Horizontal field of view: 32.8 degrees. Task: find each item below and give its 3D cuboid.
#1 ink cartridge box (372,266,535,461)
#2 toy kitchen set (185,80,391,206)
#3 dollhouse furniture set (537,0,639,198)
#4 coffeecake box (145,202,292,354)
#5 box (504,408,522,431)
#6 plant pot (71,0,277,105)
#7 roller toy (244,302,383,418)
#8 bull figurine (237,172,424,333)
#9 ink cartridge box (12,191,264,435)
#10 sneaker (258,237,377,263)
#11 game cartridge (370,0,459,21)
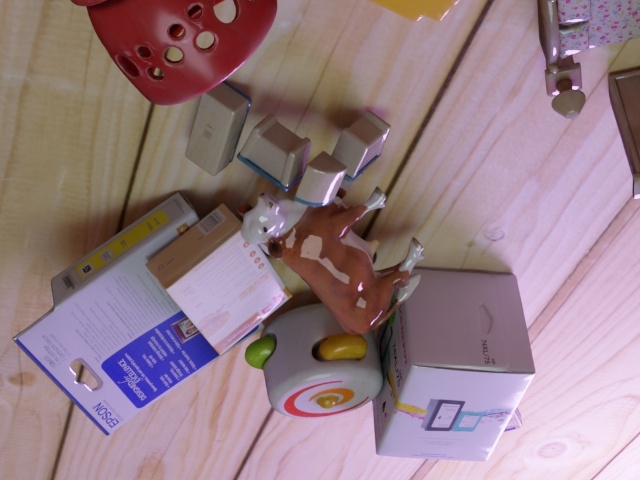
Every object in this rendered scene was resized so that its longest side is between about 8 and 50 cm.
[{"bbox_3d":[0.204,0.203,1.764,0.197,0.198,0.270,5,138,-8],"label":"ink cartridge box"},{"bbox_3d":[-0.042,-0.134,1.452,0.207,0.166,0.122,36,137,10],"label":"toy kitchen set"},{"bbox_3d":[0.419,-0.224,1.255,0.303,0.173,0.355,-11,147,8],"label":"dollhouse furniture set"},{"bbox_3d":[-0.143,0.059,1.576,0.142,0.068,0.185,-39,139,-8],"label":"coffeecake box"},{"bbox_3d":[0.256,0.336,2.053,0.225,0.036,0.136,-16,138,16],"label":"box"},{"bbox_3d":[-0.171,-0.270,1.184,0.191,0.191,0.174,-26,129,24],"label":"plant pot"},{"bbox_3d":[0.004,0.203,1.767,0.209,0.146,0.191,-24,148,20],"label":"roller toy"},{"bbox_3d":[0.023,0.004,1.530,0.188,0.101,0.310,-38,126,2],"label":"bull figurine"},{"bbox_3d":[-0.268,0.118,1.634,0.307,0.072,0.303,-33,140,-6],"label":"ink cartridge box"},{"bbox_3d":[0.000,0.000,1.610,0.188,0.066,0.071,7,137,-14],"label":"sneaker"},{"bbox_3d":[0.102,-0.398,1.161,0.285,0.052,0.324,20,137,-26],"label":"game cartridge"}]
